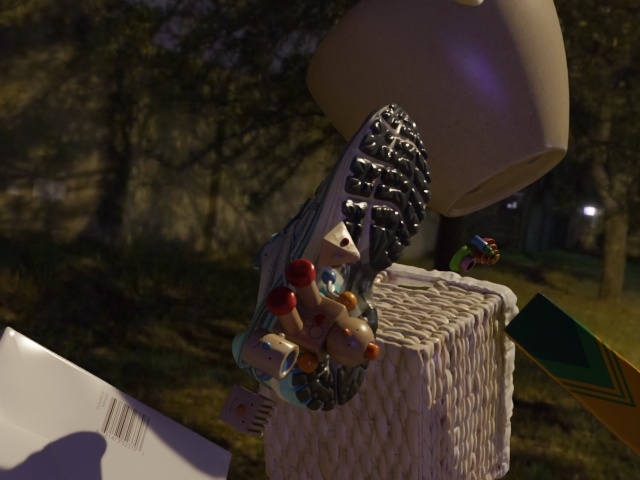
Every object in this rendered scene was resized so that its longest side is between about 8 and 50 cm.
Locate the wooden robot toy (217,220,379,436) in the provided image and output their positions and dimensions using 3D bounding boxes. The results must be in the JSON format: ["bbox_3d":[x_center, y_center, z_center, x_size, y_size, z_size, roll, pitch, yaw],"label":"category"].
[{"bbox_3d":[0.001,0.068,0.576,0.079,0.173,0.076,24,-25,21],"label":"wooden robot toy"}]

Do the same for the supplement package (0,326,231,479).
[{"bbox_3d":[-0.238,0.241,0.712,0.145,0.204,0.262,-27,-52,35],"label":"supplement package"}]

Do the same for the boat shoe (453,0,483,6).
[{"bbox_3d":[0.092,-0.215,0.332,0.096,0.098,0.277,32,-30,5],"label":"boat shoe"}]

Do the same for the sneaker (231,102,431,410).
[{"bbox_3d":[0.000,0.000,0.709,0.122,0.283,0.110,8,-23,43],"label":"sneaker"}]

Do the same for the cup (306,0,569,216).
[{"bbox_3d":[0.179,-0.172,1.019,0.330,0.237,0.331,-24,-15,-7],"label":"cup"}]

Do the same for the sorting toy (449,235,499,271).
[{"bbox_3d":[0.265,0.027,1.339,0.101,0.061,0.042,-23,50,-34],"label":"sorting toy"}]

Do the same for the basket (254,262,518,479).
[{"bbox_3d":[0.099,0.227,1.252,0.328,0.332,0.266,11,20,37],"label":"basket"}]

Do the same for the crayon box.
[{"bbox_3d":[0.410,0.221,1.067,0.203,0.083,0.323,38,6,-42],"label":"crayon box"}]
